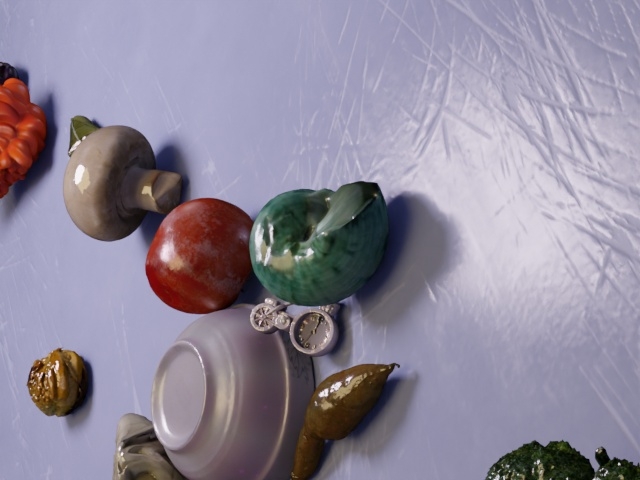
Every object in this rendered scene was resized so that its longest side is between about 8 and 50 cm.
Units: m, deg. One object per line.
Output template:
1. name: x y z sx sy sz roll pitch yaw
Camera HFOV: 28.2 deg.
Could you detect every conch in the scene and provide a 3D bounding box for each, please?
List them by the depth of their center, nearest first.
1. conch: 0.000 0.001 1.714 0.196 0.134 0.202 -35 33 -8

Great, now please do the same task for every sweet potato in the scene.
1. sweet potato: 0.012 0.233 1.685 0.269 0.075 0.075 -55 42 36

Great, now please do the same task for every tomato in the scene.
1. tomato: -0.184 0.023 1.943 0.187 0.151 0.187 -162 90 -74

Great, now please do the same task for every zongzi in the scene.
1. zongzi: -0.437 -0.216 2.449 0.113 0.052 0.104 -33 49 30

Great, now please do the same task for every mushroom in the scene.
1. mushroom: -0.330 -0.093 2.174 0.204 0.204 0.204 -18 68 51

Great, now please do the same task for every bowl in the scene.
1. bowl: -0.146 0.228 1.847 0.287 0.144 0.287 -20 65 51

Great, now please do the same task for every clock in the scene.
1. clock: -0.032 0.108 1.763 0.129 0.041 0.087 16 81 23

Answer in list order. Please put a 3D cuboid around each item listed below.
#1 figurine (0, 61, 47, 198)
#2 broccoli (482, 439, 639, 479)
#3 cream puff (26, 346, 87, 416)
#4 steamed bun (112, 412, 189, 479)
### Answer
1. figurine: -0.722 -0.238 2.730 0.306 0.241 0.412 -44 25 8
2. broccoli: 0.249 0.321 1.146 0.321 0.283 0.304 45 122 51
3. cream puff: -0.489 0.263 2.356 0.119 0.104 0.133 54 126 37
4. steamed bun: -0.247 0.380 1.955 0.218 0.144 0.211 -119 32 -77
